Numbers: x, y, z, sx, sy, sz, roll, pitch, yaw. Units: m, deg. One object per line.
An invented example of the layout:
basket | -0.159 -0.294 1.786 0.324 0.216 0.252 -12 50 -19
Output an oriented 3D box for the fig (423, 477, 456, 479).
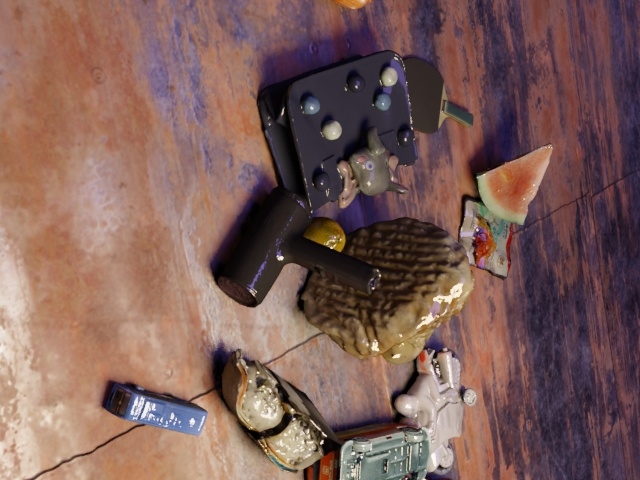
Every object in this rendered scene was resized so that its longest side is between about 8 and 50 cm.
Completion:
fig | 0.243 0.531 1.599 0.146 0.133 0.201 -45 112 -47

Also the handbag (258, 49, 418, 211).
handbag | 0.055 -0.189 1.409 0.325 0.118 0.269 -30 112 -40

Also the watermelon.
watermelon | 0.429 -0.161 1.776 0.207 0.136 0.202 17 108 -42

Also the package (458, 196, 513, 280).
package | 0.395 -0.004 1.811 0.232 0.040 0.166 18 77 -46

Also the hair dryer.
hair dryer | -0.021 0.030 1.239 0.197 0.251 0.089 -58 150 -27

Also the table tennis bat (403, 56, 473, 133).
table tennis bat | 0.245 -0.298 1.669 0.274 0.021 0.154 15 80 -43

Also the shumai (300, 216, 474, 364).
shumai | 0.163 0.123 1.393 0.262 0.313 0.267 44 47 -41

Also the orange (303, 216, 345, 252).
orange | 0.000 0.000 1.362 0.085 0.095 0.085 2 86 -39

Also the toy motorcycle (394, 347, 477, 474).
toy motorcycle | 0.225 0.347 1.594 0.170 0.110 0.261 16 73 -33

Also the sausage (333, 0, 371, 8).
sausage | 0.015 -0.478 1.394 0.234 0.071 0.071 14 80 -46

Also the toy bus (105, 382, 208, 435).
toy bus | -0.239 0.251 1.141 0.153 0.061 0.051 29 75 -44

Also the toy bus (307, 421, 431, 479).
toy bus | 0.093 0.406 1.439 0.265 0.119 0.122 2 92 -46

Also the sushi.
sushi | -0.091 0.286 1.262 0.109 0.134 0.273 -44 137 0
